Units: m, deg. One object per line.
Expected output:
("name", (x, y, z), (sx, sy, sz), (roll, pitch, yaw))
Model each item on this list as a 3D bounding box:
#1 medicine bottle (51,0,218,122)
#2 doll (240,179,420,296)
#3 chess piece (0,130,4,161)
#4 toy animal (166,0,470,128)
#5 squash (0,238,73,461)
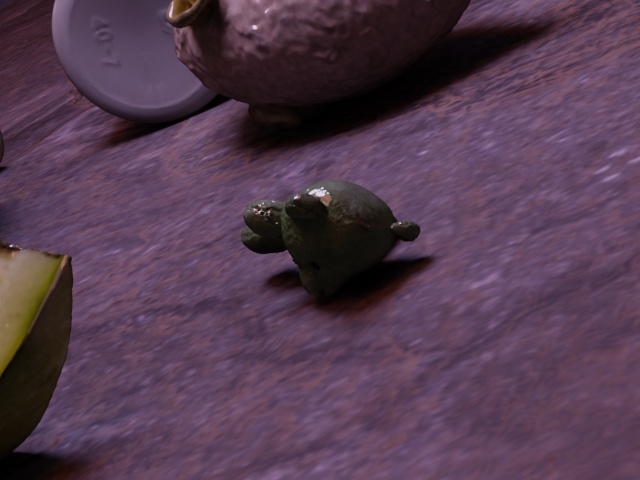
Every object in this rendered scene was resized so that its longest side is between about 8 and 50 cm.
("medicine bottle", (-0.174, -0.287, 1.758), (0.208, 0.208, 0.339), (-21, 20, 15))
("doll", (0.000, 0.000, 1.036), (0.115, 0.077, 0.150), (7, -3, -20))
("chess piece", (-0.534, -0.071, 1.757), (0.167, 0.167, 0.300), (-3, 34, 49))
("toy animal", (0.004, -0.219, 1.394), (0.358, 0.188, 0.226), (-11, 35, 35))
("squash", (-0.286, 0.108, 0.982), (0.237, 0.204, 0.155), (3, 13, 42))
